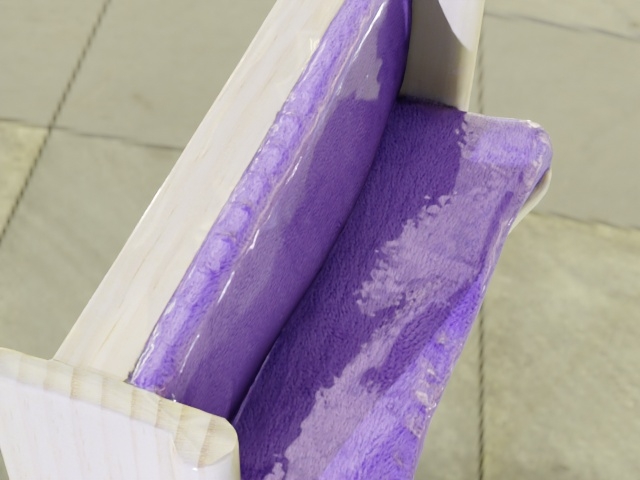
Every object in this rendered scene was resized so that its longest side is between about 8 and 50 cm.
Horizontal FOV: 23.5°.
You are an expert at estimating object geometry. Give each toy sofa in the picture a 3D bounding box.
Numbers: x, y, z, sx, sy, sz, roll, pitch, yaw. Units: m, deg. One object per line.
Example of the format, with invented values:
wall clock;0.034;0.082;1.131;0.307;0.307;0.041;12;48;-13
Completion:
toy sofa;0.000;0.000;0.765;0.177;0.150;0.362;17;52;13
